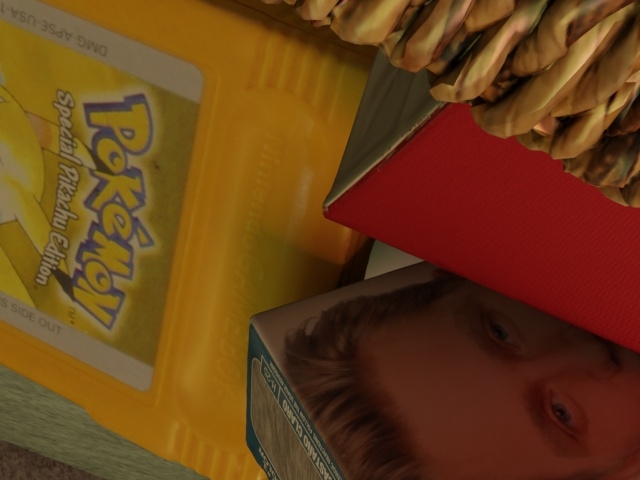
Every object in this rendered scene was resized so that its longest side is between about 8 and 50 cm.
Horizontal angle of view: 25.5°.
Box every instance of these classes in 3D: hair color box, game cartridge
[{"bbox_3d":[0.154,0.078,0.718,0.347,0.174,0.105,-18,138,-20],"label":"hair color box"},{"bbox_3d":[-0.125,-0.030,0.787,0.324,0.053,0.285,26,123,20],"label":"game cartridge"}]

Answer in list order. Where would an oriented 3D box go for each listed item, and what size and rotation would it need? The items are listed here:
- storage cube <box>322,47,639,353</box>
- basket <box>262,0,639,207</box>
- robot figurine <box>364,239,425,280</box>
[{"bbox_3d":[0.139,-0.076,0.587,0.193,0.183,0.215,23,160,-11],"label":"storage cube"},{"bbox_3d":[0.103,-0.172,0.300,0.223,0.213,0.299,26,142,-15],"label":"basket"},{"bbox_3d":[-0.001,0.003,0.915,0.174,0.209,0.278,15,163,46],"label":"robot figurine"}]
